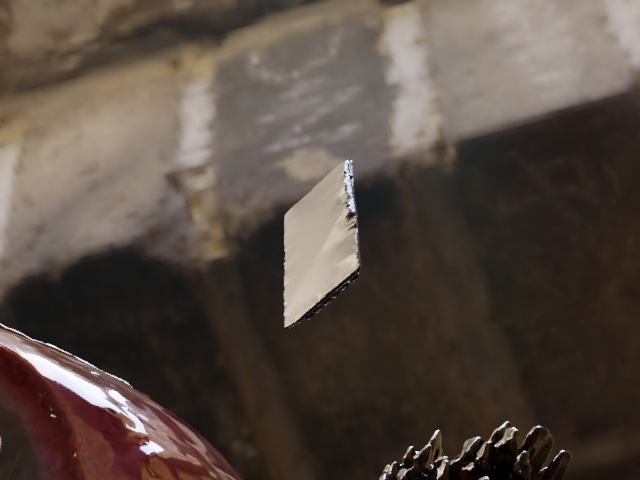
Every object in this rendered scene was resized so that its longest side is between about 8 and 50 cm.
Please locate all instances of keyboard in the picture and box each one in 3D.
[{"bbox_3d":[0.001,0.001,1.440,0.015,0.074,0.196,39,18,-17],"label":"keyboard"}]

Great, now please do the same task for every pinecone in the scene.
[{"bbox_3d":[0.125,0.245,1.501,0.229,0.201,0.202,-129,-165,-79],"label":"pinecone"}]

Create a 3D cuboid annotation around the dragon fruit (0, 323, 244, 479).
[{"bbox_3d":[-0.093,0.174,0.556,0.189,0.291,0.290,32,36,-41],"label":"dragon fruit"}]
